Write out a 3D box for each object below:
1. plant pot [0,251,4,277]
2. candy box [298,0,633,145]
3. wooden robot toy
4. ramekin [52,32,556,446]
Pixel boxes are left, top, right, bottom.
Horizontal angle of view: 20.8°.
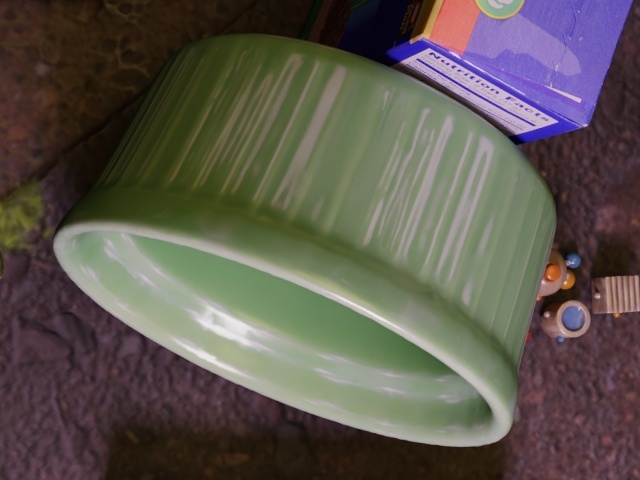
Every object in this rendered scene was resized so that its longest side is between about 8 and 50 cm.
[{"bbox_3d":[-0.383,-0.009,1.005,0.293,0.275,0.275,-34,98,0],"label":"plant pot"},{"bbox_3d":[0.104,-0.196,1.118,0.122,0.317,0.268,25,80,-15],"label":"candy box"},{"bbox_3d":[0.157,0.035,1.248,0.173,0.079,0.076,15,82,-16],"label":"wooden robot toy"},{"bbox_3d":[0.000,0.000,1.091,0.303,0.303,0.148,28,72,-15],"label":"ramekin"}]
